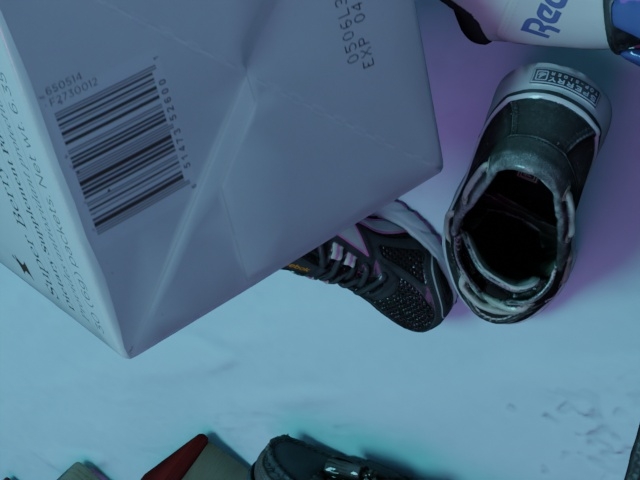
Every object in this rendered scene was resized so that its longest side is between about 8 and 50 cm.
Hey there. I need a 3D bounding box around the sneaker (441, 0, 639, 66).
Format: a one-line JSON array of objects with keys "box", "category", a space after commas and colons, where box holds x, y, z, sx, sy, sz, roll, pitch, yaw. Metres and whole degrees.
[{"box": [0.072, -0.201, 0.476, 0.182, 0.127, 0.315, 3, 127, 24], "category": "sneaker"}]

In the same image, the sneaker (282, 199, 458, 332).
[{"box": [0.000, 0.000, 0.706, 0.178, 0.077, 0.072, 40, 134, -5], "category": "sneaker"}]

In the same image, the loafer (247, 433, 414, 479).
[{"box": [0.073, 0.203, 0.813, 0.267, 0.096, 0.084, 31, 118, 19], "category": "loafer"}]

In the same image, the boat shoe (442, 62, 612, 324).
[{"box": [0.097, -0.001, 0.620, 0.078, 0.070, 0.219, 18, 152, 12], "category": "boat shoe"}]

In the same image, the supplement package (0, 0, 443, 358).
[{"box": [-0.115, -0.105, 0.544, 0.293, 0.175, 0.177, 26, 139, 48], "category": "supplement package"}]

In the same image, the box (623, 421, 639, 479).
[{"box": [0.195, 0.094, 0.463, 0.143, 0.381, 0.191, 12, 130, 18], "category": "box"}]

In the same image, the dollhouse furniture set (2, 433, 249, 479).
[{"box": [-0.235, 0.287, 0.971, 0.152, 0.201, 0.374, 42, 134, -7], "category": "dollhouse furniture set"}]
